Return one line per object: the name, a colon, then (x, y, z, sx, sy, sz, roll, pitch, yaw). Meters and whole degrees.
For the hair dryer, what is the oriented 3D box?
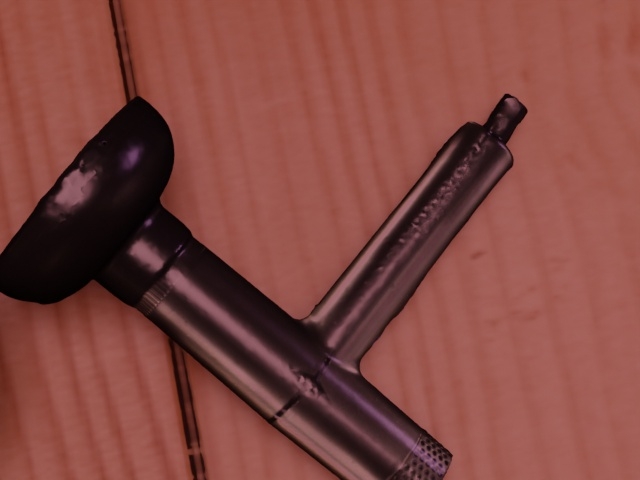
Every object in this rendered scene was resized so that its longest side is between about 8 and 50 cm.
hair dryer: (-0.017, -0.006, 1.081, 0.320, 0.155, 0.284, 32, 60, -10)
